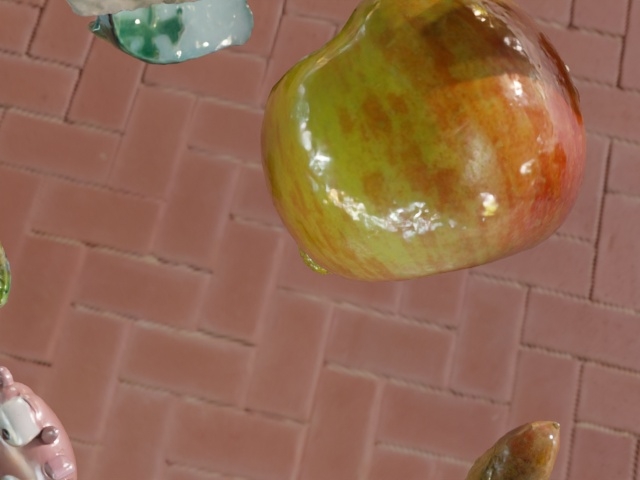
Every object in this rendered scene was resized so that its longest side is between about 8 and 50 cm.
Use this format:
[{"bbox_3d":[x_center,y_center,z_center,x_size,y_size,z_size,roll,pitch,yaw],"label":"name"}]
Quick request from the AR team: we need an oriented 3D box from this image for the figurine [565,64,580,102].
[{"bbox_3d":[0.306,-0.197,1.480,0.082,0.154,0.098,28,94,-19],"label":"figurine"}]

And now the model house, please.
[{"bbox_3d":[-0.333,-0.482,1.956,0.294,0.252,0.329,-26,42,-31],"label":"model house"}]

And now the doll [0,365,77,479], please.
[{"bbox_3d":[-0.371,0.280,1.391,0.211,0.262,0.093,15,29,40],"label":"doll"}]

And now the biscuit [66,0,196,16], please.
[{"bbox_3d":[-0.153,-0.308,1.156,0.289,0.141,0.038,-10,50,-23],"label":"biscuit"}]

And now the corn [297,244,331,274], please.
[{"bbox_3d":[0.000,0.000,1.727,0.080,0.231,0.080,-1,100,-5],"label":"corn"}]

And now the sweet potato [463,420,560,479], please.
[{"bbox_3d":[0.228,0.416,1.586,0.109,0.109,0.385,32,96,7],"label":"sweet potato"}]

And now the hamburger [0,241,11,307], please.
[{"bbox_3d":[-0.600,0.034,1.739,0.192,0.168,0.288,-3,113,-6],"label":"hamburger"}]

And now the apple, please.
[{"bbox_3d":[0.089,-0.102,0.975,0.301,0.301,0.302,2,69,-5],"label":"apple"}]
